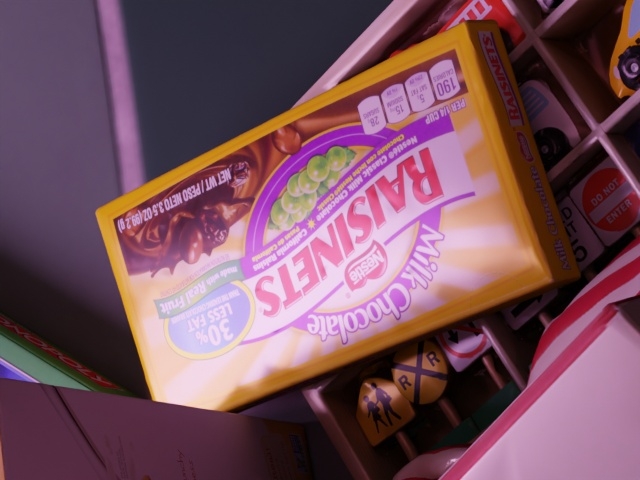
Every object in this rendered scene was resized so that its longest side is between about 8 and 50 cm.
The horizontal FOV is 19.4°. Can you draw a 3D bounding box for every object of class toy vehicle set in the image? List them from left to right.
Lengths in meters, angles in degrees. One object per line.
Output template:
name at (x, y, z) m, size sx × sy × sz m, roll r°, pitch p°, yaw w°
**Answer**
toy vehicle set at (0.079, -0.028, 0.728) m, size 0.267 × 0.035 × 0.166 m, roll -44°, pitch 67°, yaw 29°

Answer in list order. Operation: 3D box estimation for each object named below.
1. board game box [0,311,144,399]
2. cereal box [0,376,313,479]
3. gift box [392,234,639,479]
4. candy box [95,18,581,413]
board game box at (-0.222, 0.173, 0.854) m, size 0.213 × 0.046 × 0.317 m, roll 29°, pitch 92°, yaw 23°
cereal box at (-0.060, 0.146, 0.686) m, size 0.047 × 0.240 × 0.173 m, roll -14°, pitch 76°, yaw 21°
gift box at (0.133, 0.152, 0.610) m, size 0.255 × 0.276 × 0.258 m, roll -48°, pitch 71°, yaw 22°
candy box at (0.000, 0.000, 0.747) m, size 0.206 × 0.027 × 0.105 m, roll -25°, pitch 81°, yaw 35°
